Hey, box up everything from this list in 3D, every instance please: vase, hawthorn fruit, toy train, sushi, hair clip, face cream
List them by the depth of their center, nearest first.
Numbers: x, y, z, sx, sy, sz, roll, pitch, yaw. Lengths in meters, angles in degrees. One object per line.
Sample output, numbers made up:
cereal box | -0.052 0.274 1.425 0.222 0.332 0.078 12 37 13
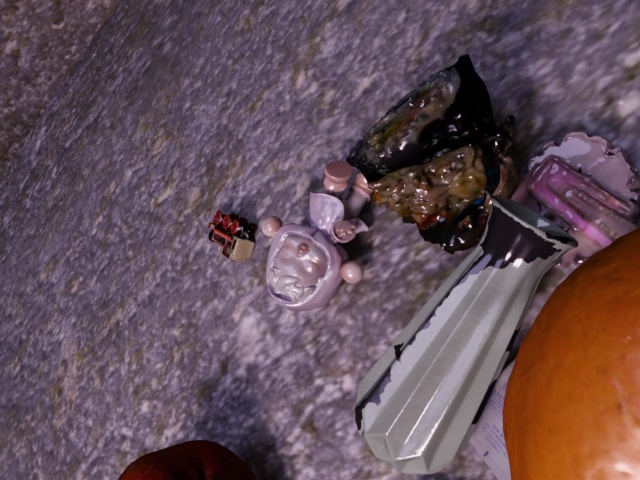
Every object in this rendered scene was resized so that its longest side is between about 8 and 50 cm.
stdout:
hair clip | 0.351 -0.018 0.793 0.173 0.069 0.300 -53 36 17
face cream | 0.265 0.203 0.825 0.114 0.070 0.224 53 127 45
vase | 0.177 0.124 0.827 0.165 0.165 0.360 45 115 44
sushi | 0.174 -0.107 0.907 0.225 0.238 0.218 -36 97 22
hawthorn fruit | -0.217 0.478 1.072 0.311 0.295 0.295 152 125 -65
toy train | -0.190 -0.012 1.356 0.138 0.050 0.087 26 99 47

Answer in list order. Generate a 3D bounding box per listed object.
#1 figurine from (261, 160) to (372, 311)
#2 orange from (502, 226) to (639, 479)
figurine | 0.000 0.001 1.102 0.200 0.133 0.276 30 96 17
orange | 0.367 0.167 0.518 0.424 0.326 0.423 -1 89 39
